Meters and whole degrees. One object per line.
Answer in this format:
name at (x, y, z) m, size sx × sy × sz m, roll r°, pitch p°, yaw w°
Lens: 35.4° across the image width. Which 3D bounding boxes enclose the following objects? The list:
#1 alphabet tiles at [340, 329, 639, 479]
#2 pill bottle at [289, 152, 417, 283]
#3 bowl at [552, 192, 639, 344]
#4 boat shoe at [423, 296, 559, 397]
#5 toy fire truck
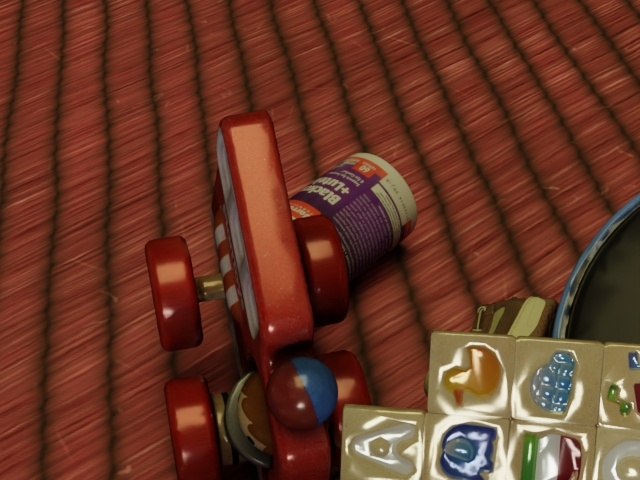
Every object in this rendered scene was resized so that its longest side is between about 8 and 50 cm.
alphabet tiles at (0.181, 0.207, 0.688) m, size 0.342 × 0.285 × 0.011 m, roll 3°, pitch 11°, yaw 7°
pill bottle at (0.000, 0.000, 1.027) m, size 0.108 × 0.108 × 0.193 m, roll 30°, pitch 53°, yaw 32°
bowl at (0.370, 0.094, 0.784) m, size 0.391 × 0.077 × 0.391 m, roll -13°, pitch 60°, yaw 23°
boat shoe at (0.136, 0.147, 0.883) m, size 0.095 × 0.095 × 0.257 m, roll 4°, pitch 35°, yaw 30°
toy fire truck at (-0.045, 0.078, 0.799) m, size 0.169 × 0.254 × 0.302 m, roll -8°, pitch 75°, yaw -9°
